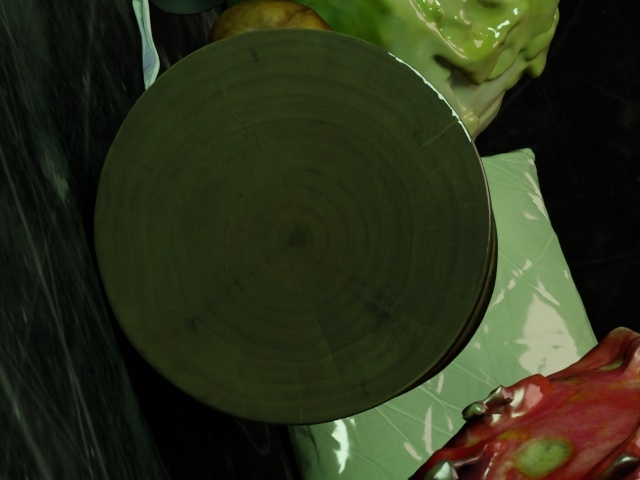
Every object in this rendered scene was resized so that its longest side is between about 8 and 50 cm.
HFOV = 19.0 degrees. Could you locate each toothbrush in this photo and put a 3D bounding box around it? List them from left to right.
[{"bbox_3d":[-0.104,-0.110,1.161,0.013,0.011,0.131,50,19,-42],"label":"toothbrush"}]

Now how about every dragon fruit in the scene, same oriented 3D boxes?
[{"bbox_3d":[0.150,0.210,1.154,0.249,0.386,0.371,36,-32,23],"label":"dragon fruit"}]

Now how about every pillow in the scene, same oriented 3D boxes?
[{"bbox_3d":[0.076,0.062,1.356,0.076,0.281,0.274,-46,-125,49],"label":"pillow"}]

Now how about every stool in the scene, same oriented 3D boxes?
[{"bbox_3d":[0.000,0.000,0.967,0.264,0.179,0.179,31,41,-83],"label":"stool"}]

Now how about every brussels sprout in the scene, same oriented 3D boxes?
[{"bbox_3d":[0.056,-0.231,1.767,0.268,0.344,0.344,-30,106,-46],"label":"brussels sprout"}]

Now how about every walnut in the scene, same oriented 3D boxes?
[{"bbox_3d":[-0.030,-0.124,1.479,0.207,0.116,0.115,54,19,-76],"label":"walnut"}]

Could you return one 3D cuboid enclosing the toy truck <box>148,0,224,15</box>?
[{"bbox_3d":[-0.067,-0.260,1.201,0.224,0.165,0.147,66,7,-54],"label":"toy truck"}]
